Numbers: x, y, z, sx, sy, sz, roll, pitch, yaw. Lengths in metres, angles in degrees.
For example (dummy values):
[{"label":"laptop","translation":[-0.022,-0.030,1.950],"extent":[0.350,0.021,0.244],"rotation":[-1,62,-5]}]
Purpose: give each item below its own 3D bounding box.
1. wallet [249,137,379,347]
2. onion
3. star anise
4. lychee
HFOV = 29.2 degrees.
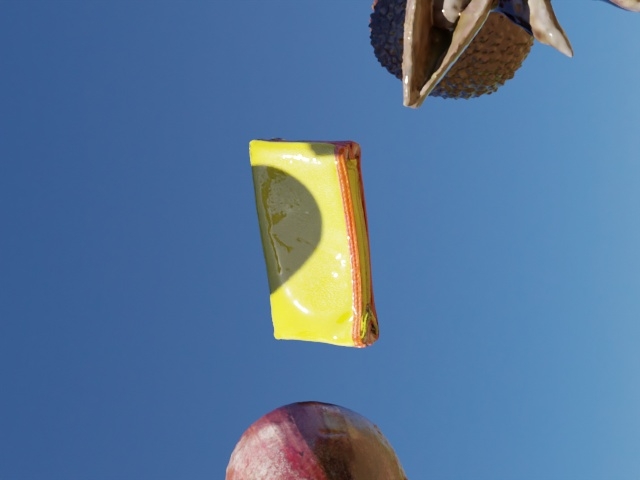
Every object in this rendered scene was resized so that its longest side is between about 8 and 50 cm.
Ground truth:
[{"label":"wallet","translation":[0.000,0.000,1.400],"extent":[0.067,0.141,0.241],"rotation":[-21,-70,-49]},{"label":"onion","translation":[0.005,0.215,0.967],"extent":[0.159,0.195,0.159],"rotation":[-5,-75,-19]},{"label":"star anise","translation":[0.116,-0.263,0.991],"extent":[0.109,0.349,0.292],"rotation":[83,164,-70]},{"label":"lychee","translation":[0.143,-0.245,1.335],"extent":[0.194,0.194,0.194],"rotation":[5,-90,-65]}]
